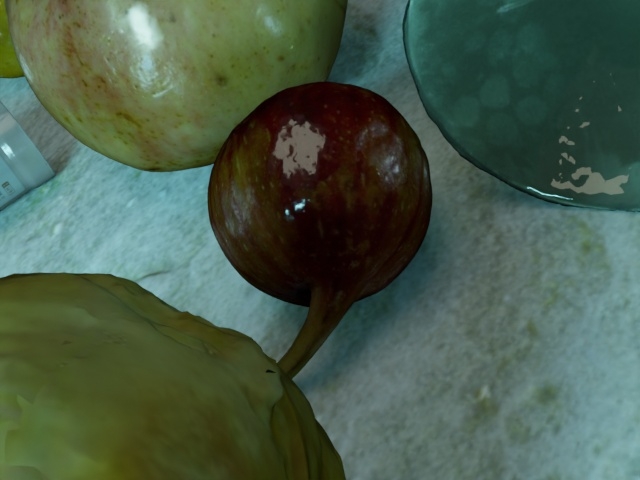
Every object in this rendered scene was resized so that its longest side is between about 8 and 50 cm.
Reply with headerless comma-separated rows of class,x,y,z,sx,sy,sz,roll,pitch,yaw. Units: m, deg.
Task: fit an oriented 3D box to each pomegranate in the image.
pomegranate,-0.136,-0.241,0.933,0.338,0.338,0.338,-15,42,14

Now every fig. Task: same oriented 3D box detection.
fig,0.004,-0.007,0.751,0.175,0.175,0.207,-16,56,13

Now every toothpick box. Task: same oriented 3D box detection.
toothpick box,-0.361,-0.063,1.040,0.149,0.098,0.098,-37,41,-12

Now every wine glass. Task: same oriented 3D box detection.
wine glass,0.257,-0.249,0.792,0.267,0.267,0.406,4,46,32

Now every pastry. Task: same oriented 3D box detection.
pastry,-0.116,0.212,0.420,0.245,0.409,0.409,-3,45,12

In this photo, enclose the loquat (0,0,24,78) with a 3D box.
loquat,-0.382,-0.265,1.233,0.141,0.141,0.141,-15,42,14
